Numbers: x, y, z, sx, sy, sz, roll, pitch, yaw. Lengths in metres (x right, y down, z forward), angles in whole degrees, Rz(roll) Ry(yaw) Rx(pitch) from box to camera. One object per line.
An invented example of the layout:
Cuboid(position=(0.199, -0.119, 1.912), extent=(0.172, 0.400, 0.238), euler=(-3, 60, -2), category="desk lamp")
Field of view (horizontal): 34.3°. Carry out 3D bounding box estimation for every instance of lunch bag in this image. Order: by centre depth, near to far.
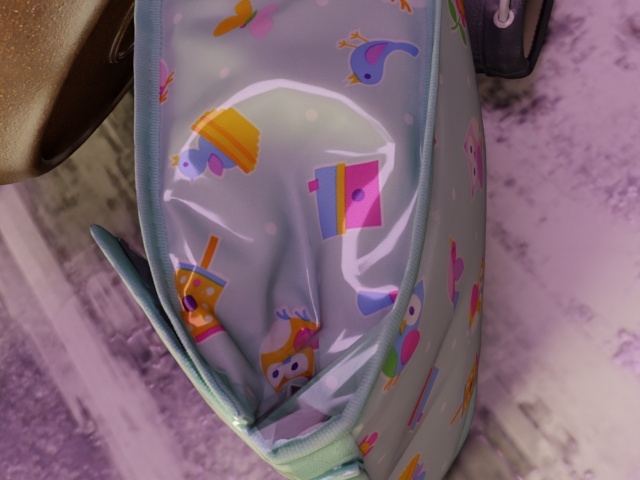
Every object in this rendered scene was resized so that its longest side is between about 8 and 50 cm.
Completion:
Cuboid(position=(0.000, 0.000, 0.486), extent=(0.160, 0.223, 0.262), euler=(-5, 65, 8), category="lunch bag")

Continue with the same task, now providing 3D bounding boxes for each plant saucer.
Cuboid(position=(-0.112, -0.148, 0.587), extent=(0.050, 0.310, 0.310), euler=(33, 80, -6), category="plant saucer")

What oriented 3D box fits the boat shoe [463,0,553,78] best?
Cuboid(position=(0.129, -0.233, 0.614), extent=(0.091, 0.114, 0.302), euler=(17, 86, 27), category="boat shoe")
